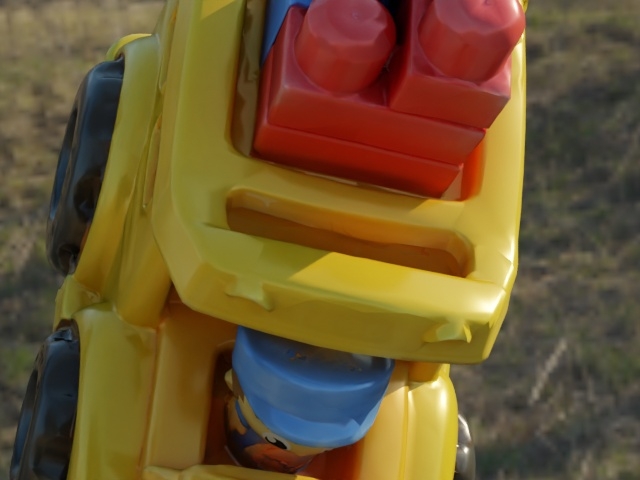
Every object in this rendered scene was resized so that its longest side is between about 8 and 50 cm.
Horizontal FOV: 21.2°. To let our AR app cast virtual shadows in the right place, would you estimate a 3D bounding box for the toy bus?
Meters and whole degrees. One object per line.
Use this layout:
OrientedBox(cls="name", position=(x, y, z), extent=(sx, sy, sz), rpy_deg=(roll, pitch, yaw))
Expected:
OrientedBox(cls="toy bus", position=(0.000, 0.000, 0.518), extent=(0.149, 0.220, 0.211), rpy_deg=(13, -29, -13))
